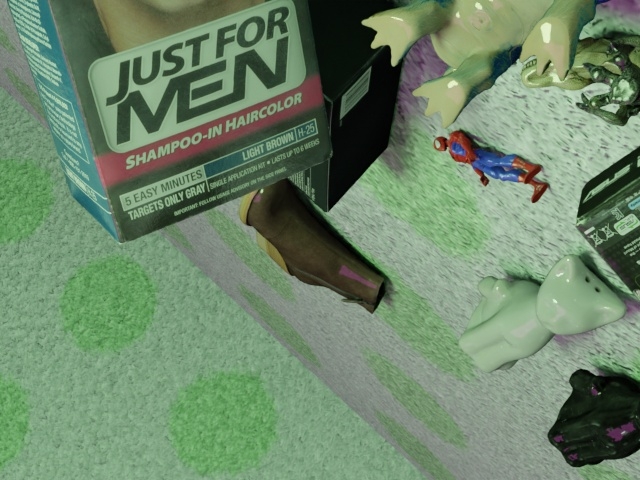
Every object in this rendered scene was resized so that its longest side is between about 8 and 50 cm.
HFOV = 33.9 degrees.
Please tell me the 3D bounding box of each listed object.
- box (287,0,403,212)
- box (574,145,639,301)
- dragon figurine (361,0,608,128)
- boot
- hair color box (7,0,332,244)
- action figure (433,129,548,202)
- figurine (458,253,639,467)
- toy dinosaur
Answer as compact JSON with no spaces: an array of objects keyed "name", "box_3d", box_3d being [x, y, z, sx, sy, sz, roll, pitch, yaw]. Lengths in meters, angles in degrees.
[{"name":"box","box_3d":[-0.028,-0.156,0.928,0.184,0.103,0.261,39,166,10]},{"name":"box","box_3d":[0.240,0.001,0.445,0.184,0.190,0.045,45,-148,-10]},{"name":"dragon figurine","box_3d":[0.119,-0.144,0.541,0.085,0.144,0.289,49,148,-7]},{"name":"boot","box_3d":[0.000,0.000,1.424,0.206,0.090,0.248,29,162,14]},{"name":"hair color box","box_3d":[-0.112,-0.190,0.670,0.105,0.173,0.347,35,143,51]},{"name":"action figure","box_3d":[0.135,-0.065,0.869,0.115,0.030,0.038,35,168,46]},{"name":"figurine","box_3d":[0.245,0.108,0.956,0.215,0.092,0.209,46,159,-1]},{"name":"toy dinosaur","box_3d":[0.202,-0.058,0.539,0.268,0.118,0.064,34,121,33]}]
